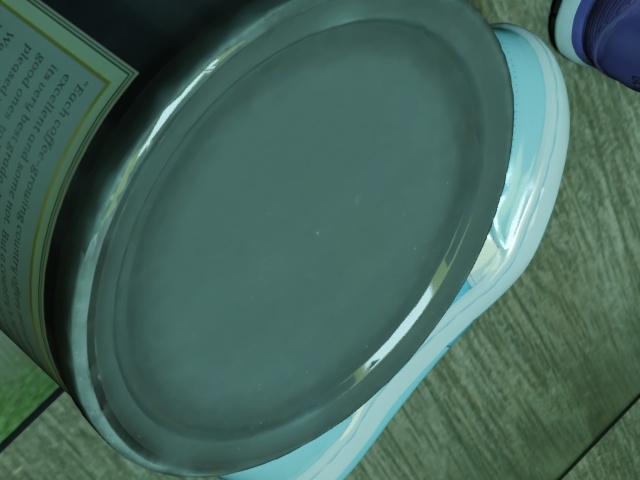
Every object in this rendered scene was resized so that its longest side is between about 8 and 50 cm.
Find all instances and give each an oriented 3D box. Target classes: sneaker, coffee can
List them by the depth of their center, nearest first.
[{"bbox_3d":[-0.090,-0.065,0.733,0.201,0.275,0.201,-28,136,-30],"label":"coffee can"},{"bbox_3d":[0.000,0.000,1.007,0.208,0.127,0.319,24,99,-54],"label":"sneaker"},{"bbox_3d":[0.277,-0.113,1.209,0.283,0.124,0.107,0,119,-47],"label":"sneaker"}]
